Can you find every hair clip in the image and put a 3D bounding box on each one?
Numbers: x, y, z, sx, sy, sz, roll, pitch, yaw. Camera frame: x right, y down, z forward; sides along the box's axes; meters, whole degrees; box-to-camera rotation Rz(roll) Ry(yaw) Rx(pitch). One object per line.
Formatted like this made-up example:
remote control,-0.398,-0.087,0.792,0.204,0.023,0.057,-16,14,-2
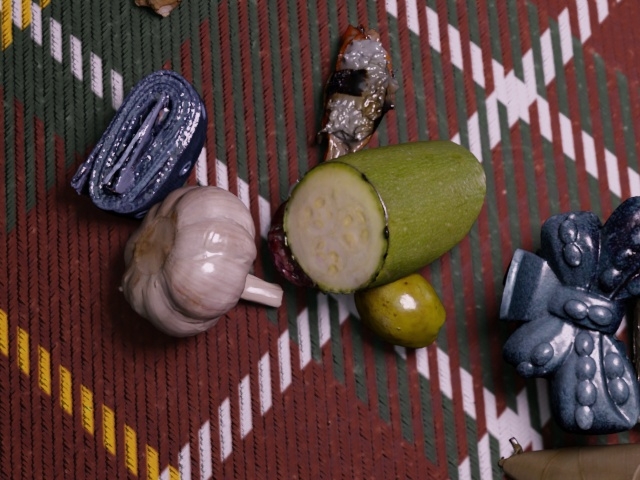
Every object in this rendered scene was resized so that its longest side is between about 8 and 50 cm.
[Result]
hair clip,0.341,0.083,1.238,0.206,0.194,0.310,20,96,16

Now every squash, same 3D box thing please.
squash,0.098,-0.036,1.314,0.189,0.260,0.189,9,104,37

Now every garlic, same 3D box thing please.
garlic,-0.146,0.042,1.309,0.212,0.218,0.219,27,80,-35

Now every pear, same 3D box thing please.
pear,0.106,0.089,1.302,0.131,0.107,0.107,33,83,3

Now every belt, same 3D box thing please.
belt,-0.240,-0.131,1.337,0.122,0.128,0.218,30,84,6

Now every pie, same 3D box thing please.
pie,0.000,0.000,1.338,0.153,0.038,0.154,4,67,-10

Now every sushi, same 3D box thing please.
sushi,0.056,-0.198,1.358,0.097,0.103,0.226,16,83,-13

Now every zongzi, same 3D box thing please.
zongzi,0.512,0.381,1.262,0.447,0.418,0.181,33,70,-33

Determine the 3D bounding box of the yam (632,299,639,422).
yam,0.469,0.151,1.288,0.107,0.107,0.183,0,79,2

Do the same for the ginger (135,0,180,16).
ginger,-0.218,-0.413,1.413,0.096,0.067,0.165,7,80,25
